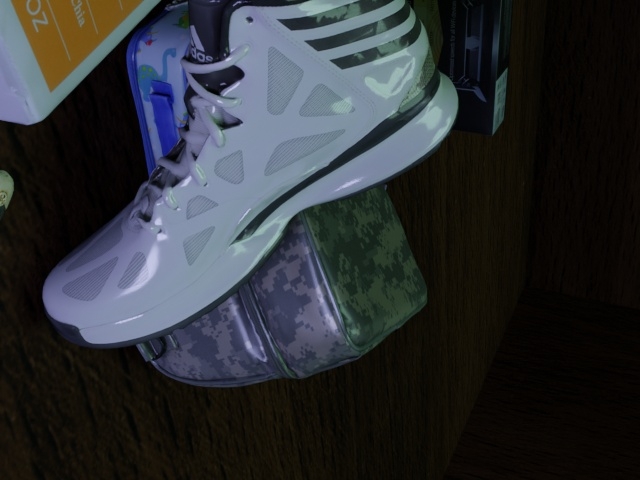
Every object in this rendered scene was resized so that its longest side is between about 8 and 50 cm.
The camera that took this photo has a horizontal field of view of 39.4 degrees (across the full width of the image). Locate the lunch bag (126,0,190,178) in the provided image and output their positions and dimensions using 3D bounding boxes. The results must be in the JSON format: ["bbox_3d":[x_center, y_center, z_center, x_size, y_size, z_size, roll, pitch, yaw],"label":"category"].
[{"bbox_3d":[-0.128,-0.152,0.980,0.176,0.090,0.219,-56,150,-44],"label":"lunch bag"}]

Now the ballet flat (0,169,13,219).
[{"bbox_3d":[-0.293,0.014,0.716,0.057,0.049,0.173,72,36,-52],"label":"ballet flat"}]

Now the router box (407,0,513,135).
[{"bbox_3d":[0.177,-0.336,1.427,0.081,0.243,0.308,-49,145,-50],"label":"router box"}]

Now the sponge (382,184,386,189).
[{"bbox_3d":[0.083,0.017,1.574,0.117,0.031,0.210,-78,176,-52],"label":"sponge"}]

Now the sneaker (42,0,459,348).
[{"bbox_3d":[-0.109,-0.104,0.805,0.448,0.169,0.257,-34,132,0],"label":"sneaker"}]

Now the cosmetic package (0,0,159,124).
[{"bbox_3d":[-0.181,-0.317,0.676,0.230,0.162,0.453,79,31,-44],"label":"cosmetic package"}]

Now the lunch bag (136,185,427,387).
[{"bbox_3d":[-0.050,0.052,1.067,0.212,0.256,0.305,66,24,0],"label":"lunch bag"}]
